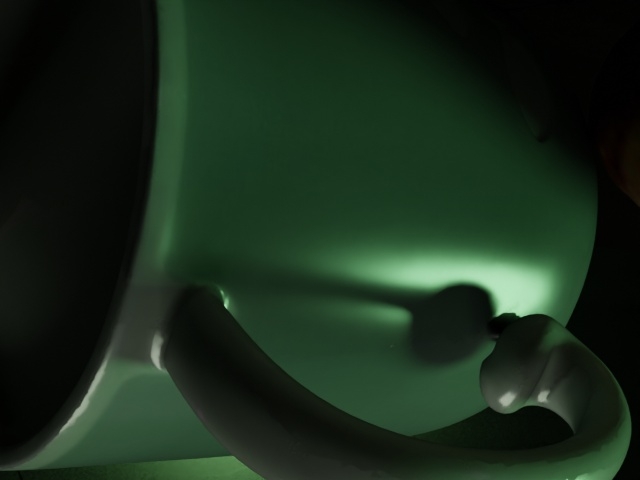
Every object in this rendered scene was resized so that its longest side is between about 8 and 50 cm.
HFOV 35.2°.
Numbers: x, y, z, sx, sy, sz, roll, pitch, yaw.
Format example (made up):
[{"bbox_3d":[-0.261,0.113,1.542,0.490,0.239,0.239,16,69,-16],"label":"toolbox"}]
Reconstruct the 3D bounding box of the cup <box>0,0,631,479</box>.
[{"bbox_3d":[0.000,0.000,0.467,0.275,0.259,0.357,5,-153,-38],"label":"cup"}]

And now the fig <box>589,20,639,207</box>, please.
[{"bbox_3d":[0.226,-0.046,0.422,0.160,0.143,0.231,42,166,-21],"label":"fig"}]
